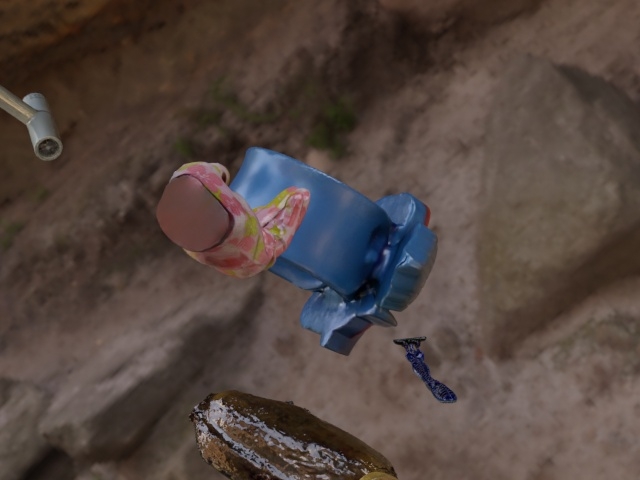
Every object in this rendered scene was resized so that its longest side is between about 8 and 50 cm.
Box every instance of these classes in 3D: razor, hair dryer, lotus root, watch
[{"bbox_3d":[0.136,0.166,1.666,0.044,0.028,0.154,-5,27,-17],"label":"razor"},{"bbox_3d":[-0.461,-0.200,1.939,0.044,0.183,0.155,-50,35,12],"label":"hair dryer"},{"bbox_3d":[-0.044,0.306,1.955,0.167,0.329,0.078,-56,-18,-28],"label":"lotus root"},{"bbox_3d":[0.000,0.000,1.810,0.241,0.274,0.305,-62,19,-10],"label":"watch"}]

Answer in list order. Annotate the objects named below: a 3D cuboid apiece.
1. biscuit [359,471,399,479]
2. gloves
[{"bbox_3d":[0.060,0.398,1.667,0.158,0.240,0.035,-4,15,-33],"label":"biscuit"},{"bbox_3d":[-0.097,-0.023,1.523,0.241,0.145,0.126,25,-100,-70],"label":"gloves"}]
